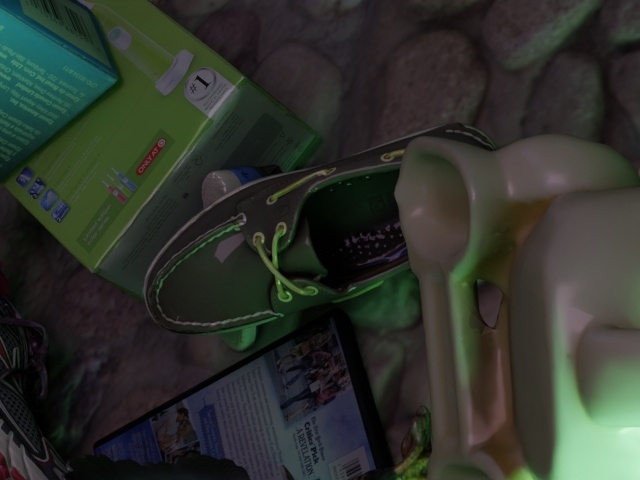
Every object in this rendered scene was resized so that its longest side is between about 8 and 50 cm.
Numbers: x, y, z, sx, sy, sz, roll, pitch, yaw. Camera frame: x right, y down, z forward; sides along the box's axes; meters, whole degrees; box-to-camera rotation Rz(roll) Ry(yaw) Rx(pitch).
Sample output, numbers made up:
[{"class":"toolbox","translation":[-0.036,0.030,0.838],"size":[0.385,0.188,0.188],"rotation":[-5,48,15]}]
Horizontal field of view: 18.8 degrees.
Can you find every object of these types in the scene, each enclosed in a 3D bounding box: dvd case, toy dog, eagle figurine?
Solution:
[{"class":"dvd case","translation":[-0.064,0.183,1.531],"size":[0.253,0.022,0.180],"rotation":[-30,52,19]},{"class":"toy dog","translation":[0.285,0.038,1.145],"size":[0.408,0.395,0.284],"rotation":[-5,78,-15]},{"class":"eagle figurine","translation":[-0.028,0.222,1.278],"size":[0.298,0.225,0.226],"rotation":[-22,45,-31]}]

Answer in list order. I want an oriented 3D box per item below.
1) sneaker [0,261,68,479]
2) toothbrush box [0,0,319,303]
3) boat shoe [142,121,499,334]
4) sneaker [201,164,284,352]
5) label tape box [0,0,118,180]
[{"class":"sneaker","translation":[-0.271,0.122,1.651],"size":[0.112,0.121,0.299],"rotation":[-26,56,-17]},{"class":"toothbrush box","translation":[-0.171,-0.098,1.687],"size":[0.206,0.122,0.283],"rotation":[-53,50,2]},{"class":"boat shoe","translation":[-0.002,-0.004,1.487],"size":[0.305,0.091,0.109],"rotation":[-23,99,7]},{"class":"sneaker","translation":[-0.047,0.012,1.587],"size":[0.058,0.085,0.152],"rotation":[5,104,55]},{"class":"label tape box","translation":[-0.373,-0.111,1.601],"size":[0.334,0.241,0.106],"rotation":[-38,51,16]}]
